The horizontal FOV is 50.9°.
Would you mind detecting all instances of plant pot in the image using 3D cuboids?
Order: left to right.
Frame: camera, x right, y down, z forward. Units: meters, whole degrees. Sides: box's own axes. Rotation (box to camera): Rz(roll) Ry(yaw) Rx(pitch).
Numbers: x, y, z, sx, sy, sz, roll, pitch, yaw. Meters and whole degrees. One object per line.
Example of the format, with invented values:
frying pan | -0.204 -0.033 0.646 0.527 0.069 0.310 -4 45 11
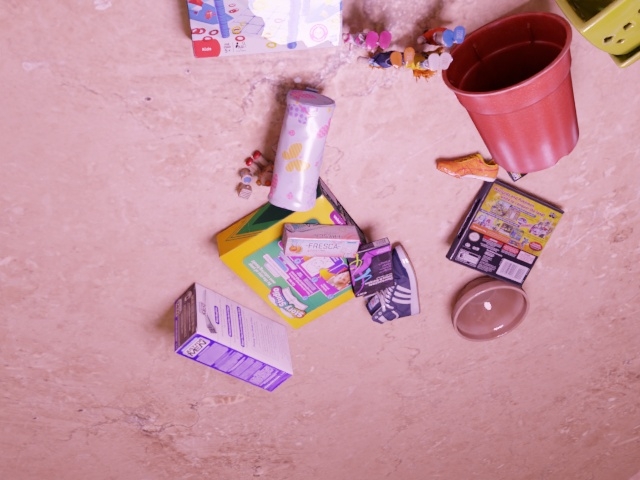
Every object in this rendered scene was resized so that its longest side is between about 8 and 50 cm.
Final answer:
plant pot | 0.500 0.190 2.038 0.237 0.110 0.237 -7 131 -8
plant pot | 0.440 -0.309 1.477 0.272 0.272 0.265 -27 130 10
plant pot | 0.633 -0.511 1.381 0.207 0.227 0.228 26 129 -37

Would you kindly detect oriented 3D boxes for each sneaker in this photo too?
sneaker | 0.197 0.138 1.928 0.153 0.099 0.282 -17 135 -1
sneaker | 0.375 -0.192 1.721 0.175 0.064 0.068 1 110 -21

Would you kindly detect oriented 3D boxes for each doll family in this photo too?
doll family | 0.173 -0.390 1.430 0.262 0.163 0.118 -5 107 -12

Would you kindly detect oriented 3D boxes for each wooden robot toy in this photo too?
wooden robot toy | -0.142 -0.156 1.605 0.173 0.079 0.076 -41 127 21

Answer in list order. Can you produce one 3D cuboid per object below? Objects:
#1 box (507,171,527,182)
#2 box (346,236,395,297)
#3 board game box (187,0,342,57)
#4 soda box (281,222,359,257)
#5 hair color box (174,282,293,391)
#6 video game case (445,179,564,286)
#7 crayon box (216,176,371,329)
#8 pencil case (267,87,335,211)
box | 0.528 -0.262 1.697 0.184 0.045 0.191 -31 130 16
box | 0.132 0.073 1.760 0.116 0.029 0.162 -17 133 -5
board game box | -0.111 -0.519 1.292 0.308 0.086 0.302 -7 132 -7
soda box | 0.000 0.000 1.642 0.183 0.063 0.058 2 128 -15
hair color box | -0.242 0.275 1.883 0.338 0.185 0.110 33 118 -33
video game case | 0.512 -0.018 1.860 0.274 0.035 0.248 19 105 -26
crayon box | -0.042 0.043 1.783 0.313 0.106 0.363 -30 130 13
pencil case | -0.043 -0.202 1.527 0.113 0.124 0.273 16 117 7
